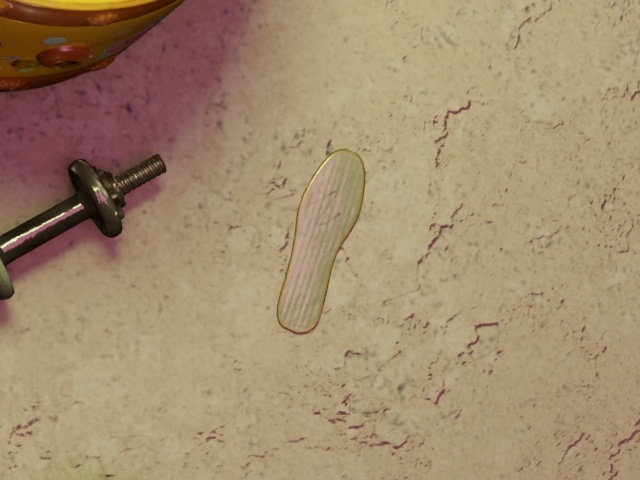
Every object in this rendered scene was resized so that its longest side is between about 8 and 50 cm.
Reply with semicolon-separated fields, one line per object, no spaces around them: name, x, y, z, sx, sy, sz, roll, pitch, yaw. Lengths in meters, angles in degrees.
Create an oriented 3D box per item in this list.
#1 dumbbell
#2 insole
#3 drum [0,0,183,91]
dumbbell;-0.251;-0.010;1.437;0.254;0.081;0.081;-30;105;-16
insole;0.000;0.000;1.568;0.064;0.004;0.188;17;89;-19
drum;-0.249;-0.345;1.271;0.431;0.214;0.431;7;76;-29
